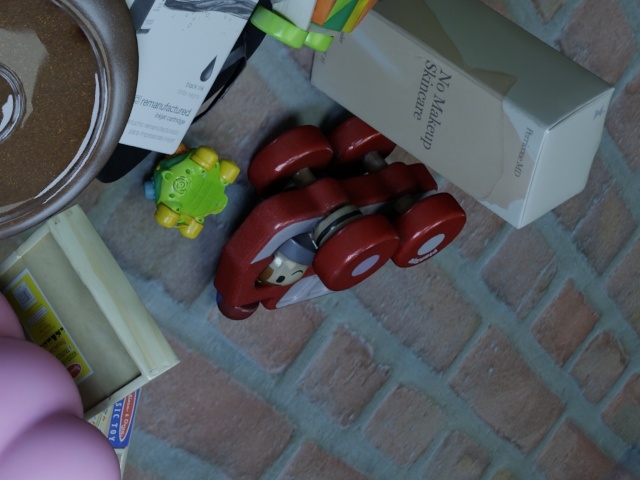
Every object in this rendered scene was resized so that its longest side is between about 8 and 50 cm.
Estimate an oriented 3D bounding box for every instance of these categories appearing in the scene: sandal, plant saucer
[{"bbox_3d":[-0.131,-0.147,1.922,0.254,0.054,0.097,-48,152,-12],"label":"sandal"},{"bbox_3d":[-0.291,-0.118,1.577,0.310,0.050,0.310,-13,125,-19],"label":"plant saucer"}]

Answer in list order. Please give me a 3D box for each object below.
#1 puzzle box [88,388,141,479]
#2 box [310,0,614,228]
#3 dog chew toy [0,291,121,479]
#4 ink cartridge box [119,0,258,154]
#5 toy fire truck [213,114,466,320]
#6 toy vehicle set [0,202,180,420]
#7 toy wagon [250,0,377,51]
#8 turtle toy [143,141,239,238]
[{"bbox_3d":[-0.318,0.323,2.016,0.272,0.052,0.409,9,93,-60],"label":"puzzle box"},{"bbox_3d":[0.147,-0.165,2.055,0.121,0.311,0.148,-30,144,-37],"label":"box"},{"bbox_3d":[-0.305,0.158,1.700,0.206,0.332,0.206,-38,148,-29],"label":"dog chew toy"},{"bbox_3d":[-0.158,-0.231,1.726,0.197,0.114,0.273,10,112,-59],"label":"ink cartridge box"},{"bbox_3d":[0.000,0.000,2.200,0.302,0.169,0.254,-17,153,-48],"label":"toy fire truck"},{"bbox_3d":[-0.238,0.083,1.771,0.035,0.166,0.267,-32,179,-33],"label":"toy vehicle set"},{"bbox_3d":[0.047,-0.309,1.887,0.267,0.068,0.344,-60,171,9],"label":"toy wagon"},{"bbox_3d":[-0.136,-0.057,2.004,0.095,0.066,0.130,-56,153,3],"label":"turtle toy"}]
